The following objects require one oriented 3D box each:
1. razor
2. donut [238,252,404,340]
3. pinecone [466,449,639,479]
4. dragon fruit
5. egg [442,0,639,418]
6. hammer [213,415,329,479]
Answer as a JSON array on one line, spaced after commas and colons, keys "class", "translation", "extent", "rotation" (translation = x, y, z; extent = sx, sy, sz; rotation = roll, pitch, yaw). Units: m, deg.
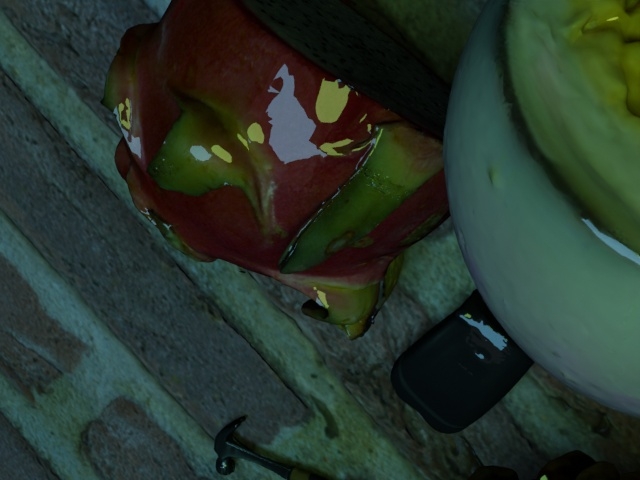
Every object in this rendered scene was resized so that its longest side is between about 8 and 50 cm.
[{"class": "razor", "translation": [0.128, 0.110, 1.622], "extent": [0.090, 0.054, 0.148], "rotation": [42, 136, 0]}, {"class": "donut", "translation": [0.000, -0.010, 1.622], "extent": [0.181, 0.078, 0.146], "rotation": [32, 133, 23]}, {"class": "pinecone", "translation": [0.193, 0.364, 1.534], "extent": [0.398, 0.398, 0.397], "rotation": [19, 129, 25]}, {"class": "dragon fruit", "translation": [-0.034, -0.068, 1.429], "extent": [0.305, 0.305, 0.226], "rotation": [40, 107, 7]}, {"class": "egg", "translation": [0.250, -0.027, 1.250], "extent": [0.354, 0.354, 0.340], "rotation": [35, 152, 12]}, {"class": "hammer", "translation": [-0.021, 0.236, 1.842], "extent": [0.201, 0.021, 0.078], "rotation": [21, 130, 23]}]
